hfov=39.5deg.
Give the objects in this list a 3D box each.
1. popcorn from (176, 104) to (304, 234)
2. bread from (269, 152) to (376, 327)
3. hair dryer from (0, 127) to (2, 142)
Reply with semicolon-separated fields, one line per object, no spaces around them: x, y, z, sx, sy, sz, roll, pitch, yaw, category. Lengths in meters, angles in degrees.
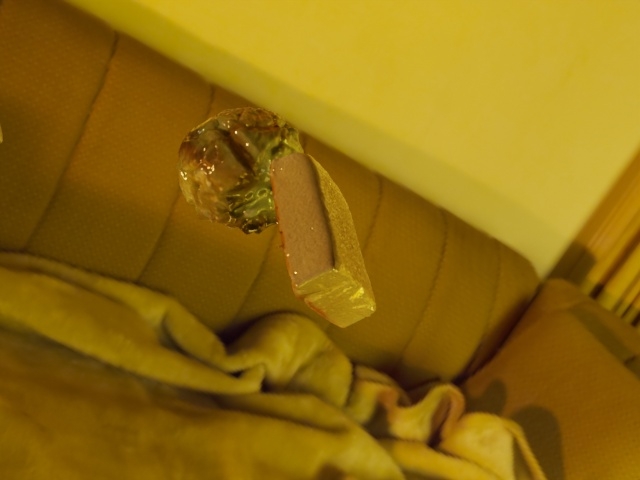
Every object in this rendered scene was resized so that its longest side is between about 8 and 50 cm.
-0.100;-0.090;1.269;0.198;0.197;0.213;-123;-169;-64;popcorn
0.000;-0.001;1.049;0.125;0.068;0.188;50;20;-50;bread
-0.444;-0.112;1.064;0.106;0.054;0.154;-13;28;-8;hair dryer
